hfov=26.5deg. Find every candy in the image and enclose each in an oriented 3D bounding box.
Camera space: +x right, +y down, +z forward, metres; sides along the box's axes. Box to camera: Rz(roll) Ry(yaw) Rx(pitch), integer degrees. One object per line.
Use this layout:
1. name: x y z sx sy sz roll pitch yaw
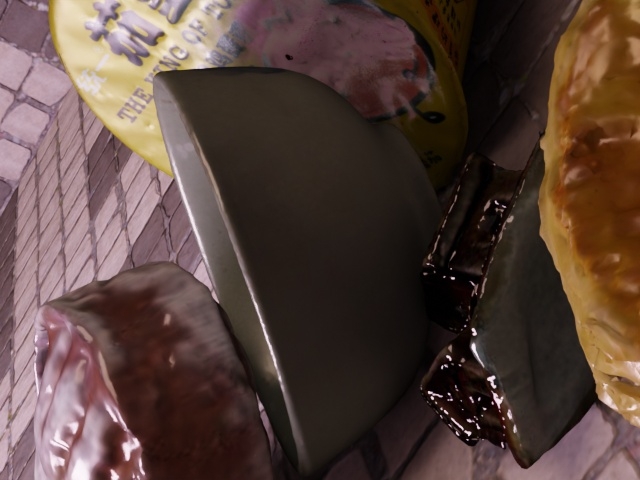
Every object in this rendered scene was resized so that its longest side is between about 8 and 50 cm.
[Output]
1. candy: -0.125 0.157 0.970 0.214 0.157 0.289 40 141 42

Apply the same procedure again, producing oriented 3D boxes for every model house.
1. model house: 0.097 0.034 0.788 0.165 0.106 0.152 -63 23 -9

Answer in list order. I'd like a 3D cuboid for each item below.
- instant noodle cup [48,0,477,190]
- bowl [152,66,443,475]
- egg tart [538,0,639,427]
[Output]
1. instant noodle cup: -0.013 -0.206 1.062 0.325 0.326 0.254 -35 27 51
2. bowl: 0.000 0.000 0.928 0.146 0.289 0.289 -21 21 -9
3. egg tart: 0.227 -0.061 0.564 0.341 0.132 0.341 -47 29 36
